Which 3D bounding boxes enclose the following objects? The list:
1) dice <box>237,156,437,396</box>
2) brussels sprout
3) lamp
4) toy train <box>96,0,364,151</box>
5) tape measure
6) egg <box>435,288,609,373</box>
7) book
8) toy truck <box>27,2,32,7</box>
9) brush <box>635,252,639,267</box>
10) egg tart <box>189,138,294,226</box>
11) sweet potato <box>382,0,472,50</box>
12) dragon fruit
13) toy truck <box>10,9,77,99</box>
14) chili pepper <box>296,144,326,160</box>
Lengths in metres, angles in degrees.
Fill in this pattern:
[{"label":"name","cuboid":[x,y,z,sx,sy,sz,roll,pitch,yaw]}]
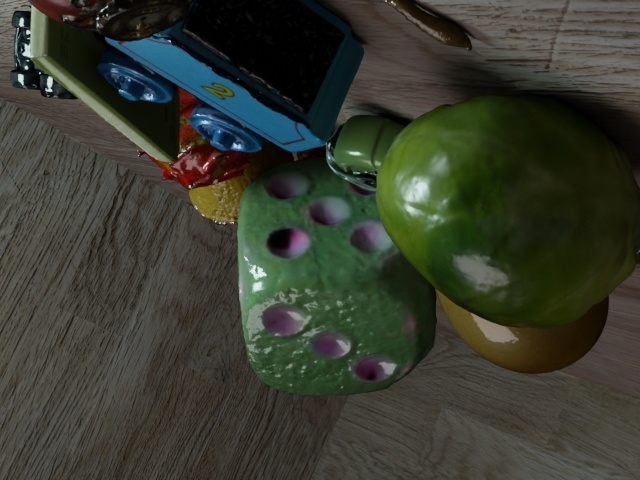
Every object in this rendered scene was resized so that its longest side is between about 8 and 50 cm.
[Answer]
[{"label":"dice","cuboid":[0.027,0.063,2.030,0.330,0.318,0.322,-2,135,0]},{"label":"brussels sprout","cuboid":[0.234,-0.043,1.386,0.344,0.268,0.344,22,-165,-6]},{"label":"lamp","cuboid":[-0.203,-0.309,1.145,0.226,0.227,0.227,25,173,3]},{"label":"toy train","cuboid":[-0.123,-0.239,1.441,0.300,0.188,0.265,29,165,-25]},{"label":"tape measure","cuboid":[0.101,-0.122,1.770,0.200,0.106,0.175,15,171,45]},{"label":"egg","cuboid":[0.318,0.075,1.871,0.322,0.250,0.250,36,168,-27]},{"label":"book","cuboid":[-0.281,-0.272,1.570,0.035,0.239,0.352,-10,159,19]},{"label":"toy truck","cuboid":[-0.380,-0.370,1.727,0.092,0.083,0.192,26,174,-3]},{"label":"brush","cuboid":[0.331,-0.061,1.640,0.327,0.070,0.065,27,154,-1]},{"label":"egg tart","cuboid":[-0.166,-0.146,2.160,0.215,0.215,0.171,22,161,27]},{"label":"sweet potato","cuboid":[0.117,-0.236,1.254,0.115,0.026,0.026,29,172,-10]},{"label":"dragon fruit","cuboid":[-0.219,-0.209,1.924,0.268,0.210,0.205,46,-175,-11]},{"label":"toy truck","cuboid":[-0.443,-0.331,2.057,0.165,0.147,0.224,-6,-165,-42]},{"label":"chili pepper","cuboid":[0.005,-0.147,2.126,0.059,0.050,0.191,-7,159,45]}]
